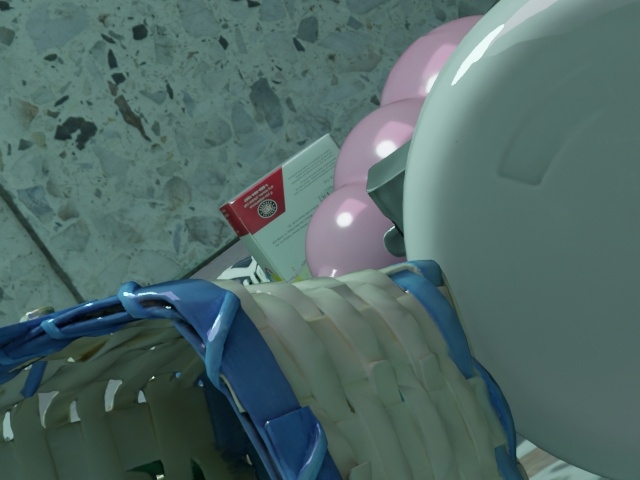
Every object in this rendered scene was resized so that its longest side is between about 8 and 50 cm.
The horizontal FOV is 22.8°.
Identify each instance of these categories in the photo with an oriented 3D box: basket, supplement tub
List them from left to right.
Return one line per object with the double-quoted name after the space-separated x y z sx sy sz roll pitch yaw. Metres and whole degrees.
-0.051 0.139 0.505 0.201 0.255 0.289 -28 -10 40 "basket"
0.171 -0.043 0.756 0.228 0.228 0.316 -33 7 19 "supplement tub"

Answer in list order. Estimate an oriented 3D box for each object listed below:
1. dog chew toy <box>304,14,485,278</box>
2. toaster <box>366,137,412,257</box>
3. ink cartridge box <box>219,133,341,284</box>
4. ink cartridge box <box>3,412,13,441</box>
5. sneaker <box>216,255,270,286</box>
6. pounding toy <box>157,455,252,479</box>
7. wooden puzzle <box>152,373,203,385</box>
0.109 -0.054 1.427 0.332 0.206 0.206 -49 12 -31 "dog chew toy"
0.144 -0.020 1.050 0.186 0.168 0.110 -34 8 15 "toaster"
0.000 0.000 1.635 0.128 0.176 0.127 -35 3 -9 "ink cartridge box"
-0.262 0.265 0.922 0.289 0.121 0.211 -40 -18 -35 "ink cartridge box"
-0.058 0.055 1.903 0.235 0.094 0.153 -25 -2 2 "sneaker"
-0.073 0.180 1.061 0.181 0.094 0.206 -29 16 7 "pounding toy"
-0.184 0.188 1.621 0.348 0.080 0.322 -36 6 -13 "wooden puzzle"
